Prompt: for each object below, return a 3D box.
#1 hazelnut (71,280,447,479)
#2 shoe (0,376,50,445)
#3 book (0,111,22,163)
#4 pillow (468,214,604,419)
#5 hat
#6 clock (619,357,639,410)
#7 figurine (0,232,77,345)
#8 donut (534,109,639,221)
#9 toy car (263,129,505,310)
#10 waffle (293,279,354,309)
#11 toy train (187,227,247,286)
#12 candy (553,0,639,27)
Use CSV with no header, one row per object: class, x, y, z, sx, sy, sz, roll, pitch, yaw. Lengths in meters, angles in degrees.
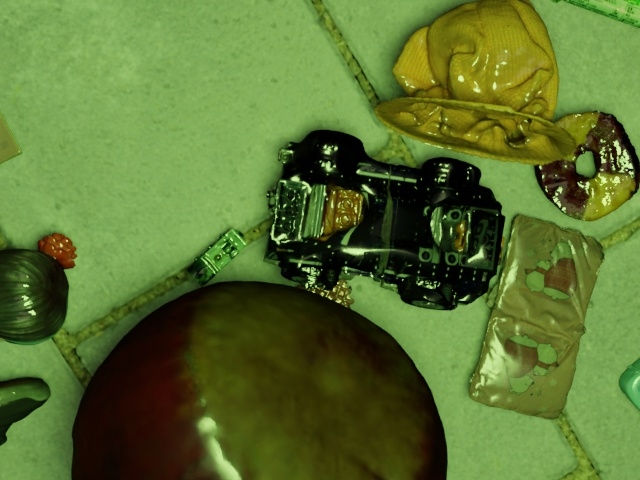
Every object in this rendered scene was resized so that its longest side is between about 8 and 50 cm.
hazelnut,-0.065,0.237,1.312,0.429,0.402,0.402,21,94,-15
shoe,-0.450,0.273,1.400,0.291,0.114,0.137,-33,93,2
book,-0.459,-0.157,1.405,0.118,0.012,0.172,-27,97,-2
pillow,0.277,0.099,1.478,0.135,0.049,0.248,14,91,-7
hat,0.212,-0.235,1.370,0.233,0.244,0.233,17,81,-13
clock,0.473,0.208,1.507,0.108,0.045,0.147,-39,99,1
figurine,-0.422,0.057,1.388,0.245,0.110,0.138,1,83,2
donut,0.335,-0.096,1.455,0.140,0.059,0.140,-1,97,-5
toy car,0.081,-0.014,1.407,0.301,0.118,0.193,12,79,-10
waffle,0.004,0.077,1.462,0.083,0.029,0.075,-28,98,-4
toy train,-0.129,0.020,1.432,0.083,0.053,0.033,-43,97,2
candy,0.389,-0.319,1.450,0.178,0.032,0.102,17,98,-8
